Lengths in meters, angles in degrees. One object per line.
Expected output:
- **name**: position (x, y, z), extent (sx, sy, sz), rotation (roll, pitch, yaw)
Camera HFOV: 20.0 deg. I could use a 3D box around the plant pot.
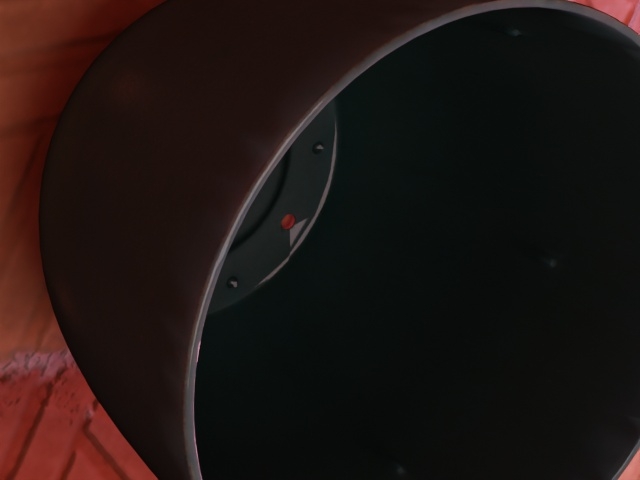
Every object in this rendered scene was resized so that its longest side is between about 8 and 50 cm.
- **plant pot**: position (0.000, 0.000, 0.872), extent (0.293, 0.235, 0.293), rotation (-16, 118, -32)
